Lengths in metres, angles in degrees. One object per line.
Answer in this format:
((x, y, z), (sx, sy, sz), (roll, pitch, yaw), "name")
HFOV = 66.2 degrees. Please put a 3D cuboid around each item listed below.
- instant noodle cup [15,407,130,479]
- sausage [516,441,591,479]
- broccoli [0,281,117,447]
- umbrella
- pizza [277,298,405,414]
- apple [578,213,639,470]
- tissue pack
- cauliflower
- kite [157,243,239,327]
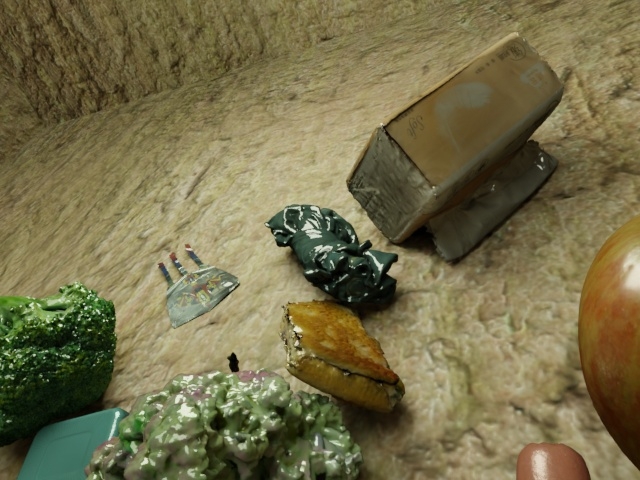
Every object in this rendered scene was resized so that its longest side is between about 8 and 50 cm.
((-0.307, 0.290, 0.628), (0.179, 0.070, 0.157), (-16, 36, 9), "instant noodle cup")
((0.193, 0.240, 0.398), (0.062, 0.062, 0.154), (-6, 38, 24), "sausage")
((-0.430, 0.168, 0.730), (0.241, 0.269, 0.261), (37, 58, 5), "broccoli")
((-0.001, -0.003, 0.809), (0.094, 0.143, 0.349), (-68, 24, 13), "umbrella")
((0.011, 0.132, 0.603), (0.069, 0.147, 0.226), (-68, 21, 11), "pizza")
((0.337, 0.095, 0.371), (0.264, 0.264, 0.264), (-16, 35, 11), "apple")
((0.232, -0.130, 0.778), (0.305, 0.239, 0.238), (-37, 36, -21), "tissue pack")
((-0.073, 0.251, 0.455), (0.256, 0.239, 0.315), (3, 42, -32), "cauliflower")
((-0.251, 0.071, 0.940), (0.141, 0.015, 0.245), (-32, 36, -17), "kite")
